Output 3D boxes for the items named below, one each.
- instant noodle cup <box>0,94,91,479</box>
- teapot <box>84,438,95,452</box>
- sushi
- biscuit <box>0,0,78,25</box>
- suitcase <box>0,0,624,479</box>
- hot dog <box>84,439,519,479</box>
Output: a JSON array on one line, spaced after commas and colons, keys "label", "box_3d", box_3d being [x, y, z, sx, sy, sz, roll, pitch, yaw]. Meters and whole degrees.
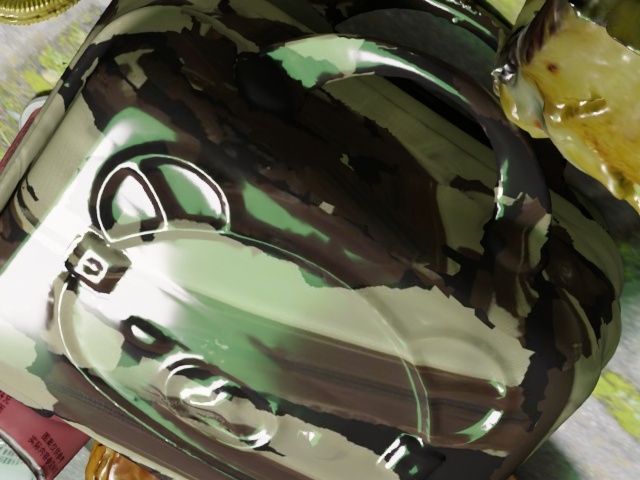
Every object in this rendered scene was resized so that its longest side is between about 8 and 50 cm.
[{"label": "instant noodle cup", "box_3d": [-0.211, 0.052, 1.374, 0.244, 0.255, 0.244, 28, 155, 14]}, {"label": "teapot", "box_3d": [-0.149, 0.159, 1.656, 0.193, 0.129, 0.294, 23, 156, 30]}, {"label": "sushi", "box_3d": [0.150, -0.071, 0.725, 0.139, 0.131, 0.291, 38, 177, -1]}, {"label": "biscuit", "box_3d": [-0.185, -0.175, 1.115, 0.084, 0.084, 0.023, 28, 158, 19]}, {"label": "suitcase", "box_3d": [0.000, 0.000, 1.009, 0.351, 0.194, 0.339, 32, 125, -9]}, {"label": "hot dog", "box_3d": [-0.005, 0.198, 1.427, 0.387, 0.174, 0.267, -4, 149, 33]}]
